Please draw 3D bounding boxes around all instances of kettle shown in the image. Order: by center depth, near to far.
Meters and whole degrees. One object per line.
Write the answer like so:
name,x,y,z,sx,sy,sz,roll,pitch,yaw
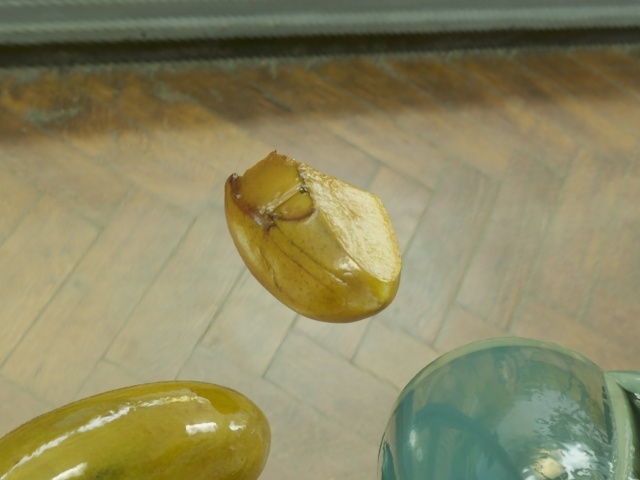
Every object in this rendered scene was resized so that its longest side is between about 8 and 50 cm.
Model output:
kettle,0.197,0.219,1.006,0.247,0.319,0.342,48,10,-8

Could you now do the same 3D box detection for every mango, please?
mango,-0.270,0.325,1.646,0.446,0.300,0.232,-21,56,-12
mango,0.000,0.000,1.790,0.201,0.199,0.350,-24,44,-21
